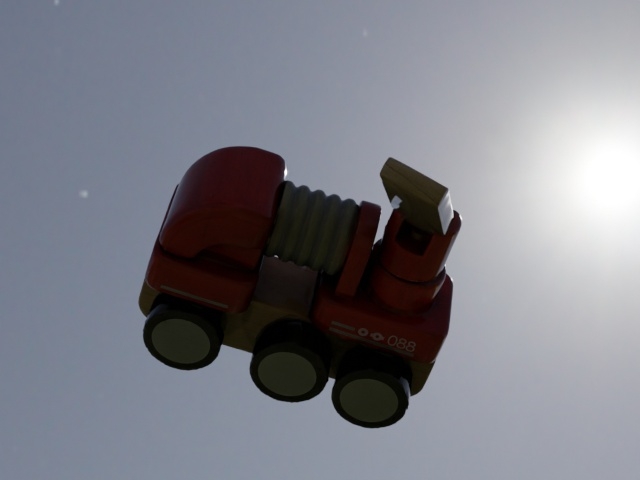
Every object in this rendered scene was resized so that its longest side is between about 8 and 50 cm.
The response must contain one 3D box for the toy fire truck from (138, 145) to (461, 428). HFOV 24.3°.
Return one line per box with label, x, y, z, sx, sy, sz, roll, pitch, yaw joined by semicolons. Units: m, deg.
toy fire truck;0.000;0.000;1.018;0.217;0.158;0.246;18;-52;-4
